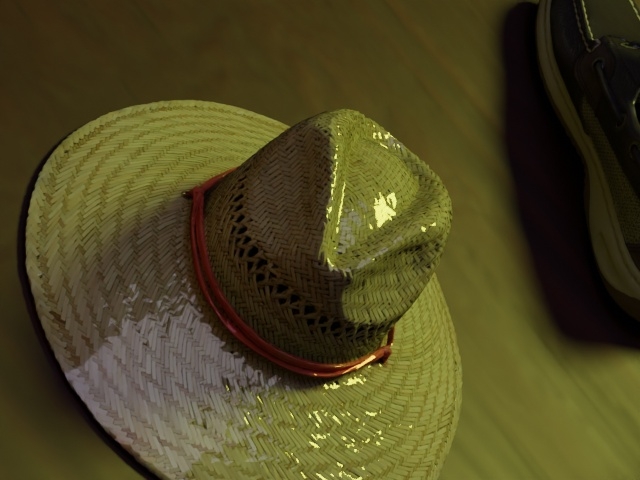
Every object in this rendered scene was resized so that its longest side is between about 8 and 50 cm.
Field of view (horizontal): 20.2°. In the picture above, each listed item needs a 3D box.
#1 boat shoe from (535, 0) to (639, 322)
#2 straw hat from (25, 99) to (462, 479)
[{"bbox_3d":[0.113,-0.040,0.608,0.056,0.049,0.152,15,48,-32],"label":"boat shoe"},{"bbox_3d":[0.000,0.000,0.463,0.144,0.061,0.144,24,43,-25],"label":"straw hat"}]
